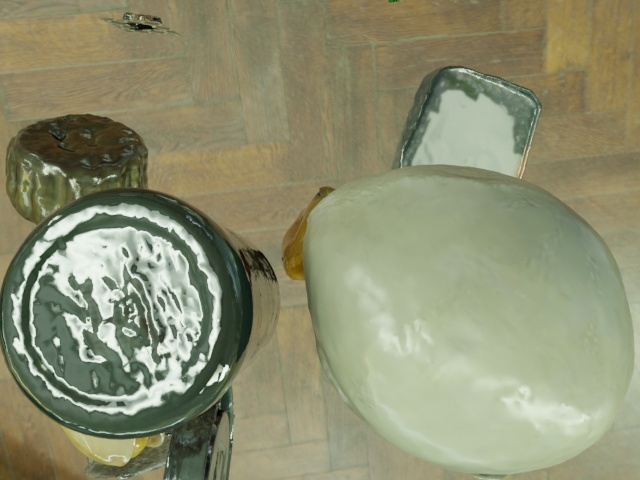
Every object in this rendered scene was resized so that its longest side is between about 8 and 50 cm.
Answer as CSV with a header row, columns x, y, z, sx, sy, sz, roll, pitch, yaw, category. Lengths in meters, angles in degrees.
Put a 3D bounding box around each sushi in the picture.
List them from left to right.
x,y,z,sx,sy,sz,roll,pitch,yaw,category
-0.343,-0.422,1.269,0.120,0.126,0.026,7,97,9,sushi

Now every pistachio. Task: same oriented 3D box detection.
x,y,z,sx,sy,sz,roll,pitch,yaw,category
-0.452,0.324,1.431,0.230,0.230,0.309,-24,85,0,pistachio

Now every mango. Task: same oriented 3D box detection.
x,y,z,sx,sy,sz,roll,pitch,yaw,category
0.000,0.000,1.640,0.153,0.201,0.287,27,146,-12,mango

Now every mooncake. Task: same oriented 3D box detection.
x,y,z,sx,sy,sz,roll,pitch,yaw,category
-0.509,-0.151,1.393,0.290,0.290,0.161,6,124,-10,mooncake

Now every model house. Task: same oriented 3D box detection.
x,y,z,sx,sy,sz,roll,pitch,yaw,category
0.187,-0.120,1.082,0.190,0.301,0.271,15,94,-8,model house

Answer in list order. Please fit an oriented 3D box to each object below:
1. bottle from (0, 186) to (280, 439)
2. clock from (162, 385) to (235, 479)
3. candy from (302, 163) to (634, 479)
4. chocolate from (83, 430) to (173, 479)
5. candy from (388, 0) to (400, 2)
x,y,z,sx,sy,sz,roll,pitch,yaw,category
-0.106,0.048,0.525,0.144,0.336,0.144,0,87,2,bottle
-0.200,0.395,1.105,0.066,0.319,0.319,5,108,2,clock
0.120,0.042,0.518,0.295,0.295,0.185,32,122,-16,candy
-0.496,0.491,1.789,0.303,0.213,0.303,-16,151,-9,chocolate
0.194,-0.529,1.177,0.078,0.203,0.141,5,72,-20,candy
